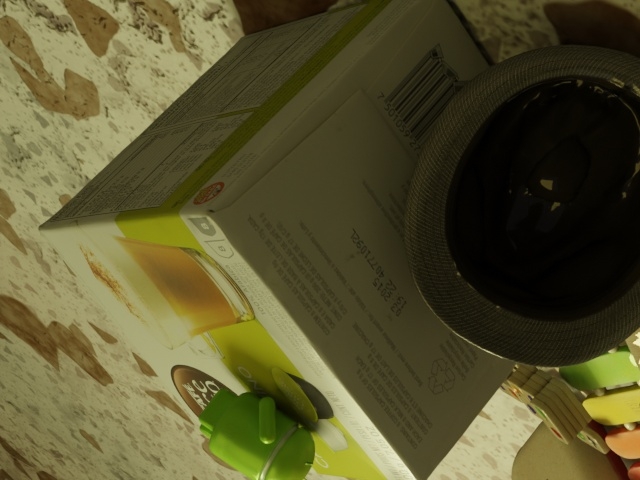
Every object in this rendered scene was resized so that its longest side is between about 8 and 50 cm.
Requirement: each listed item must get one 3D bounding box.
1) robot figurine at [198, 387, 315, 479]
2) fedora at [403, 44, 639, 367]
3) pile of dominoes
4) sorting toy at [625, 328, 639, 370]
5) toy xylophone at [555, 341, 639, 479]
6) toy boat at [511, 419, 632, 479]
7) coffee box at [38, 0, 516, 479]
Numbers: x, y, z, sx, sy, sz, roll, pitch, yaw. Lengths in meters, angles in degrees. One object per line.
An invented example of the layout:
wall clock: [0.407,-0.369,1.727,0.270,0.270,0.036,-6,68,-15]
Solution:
robot figurine: [-0.055,0.184,1.265,0.115,0.067,0.101,31,152,15]
fedora: [0.202,-0.039,1.205,0.244,0.275,0.124,20,-168,2]
pile of dominoes: [0.204,0.148,1.535,0.196,0.040,0.251,51,170,-23]
sorting toy: [0.408,0.170,1.235,0.257,0.089,0.255,-12,111,47]
toy xylophone: [0.332,0.168,1.462,0.323,0.081,0.236,43,152,-2]
toy boat: [0.336,0.309,1.600,0.151,0.151,0.231,-60,40,38]
coffee box: [0.000,0.000,1.367,0.334,0.338,0.337,-4,127,53]
